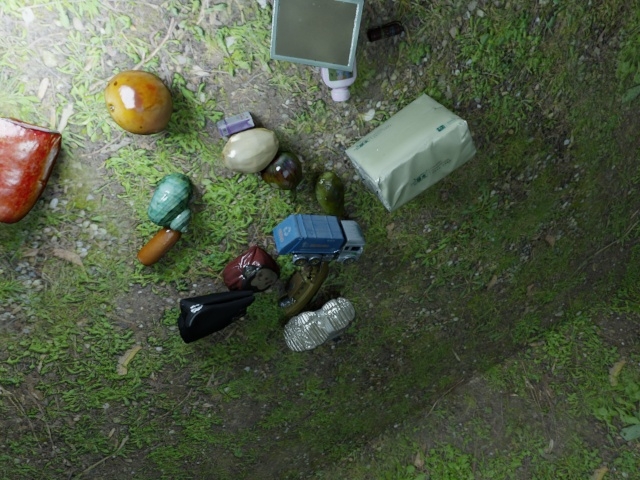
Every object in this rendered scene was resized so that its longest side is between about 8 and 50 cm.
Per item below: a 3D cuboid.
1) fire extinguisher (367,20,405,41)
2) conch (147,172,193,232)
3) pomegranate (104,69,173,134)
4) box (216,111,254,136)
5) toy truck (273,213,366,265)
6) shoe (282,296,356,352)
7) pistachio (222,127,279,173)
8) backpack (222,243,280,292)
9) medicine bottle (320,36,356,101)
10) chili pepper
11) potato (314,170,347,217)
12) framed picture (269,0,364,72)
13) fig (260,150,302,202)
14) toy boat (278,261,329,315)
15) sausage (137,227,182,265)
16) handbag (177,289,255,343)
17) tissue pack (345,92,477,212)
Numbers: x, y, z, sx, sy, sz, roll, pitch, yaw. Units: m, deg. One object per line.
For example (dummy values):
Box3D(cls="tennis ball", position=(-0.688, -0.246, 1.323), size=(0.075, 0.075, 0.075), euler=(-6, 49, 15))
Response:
Box3D(cls="fire extinguisher", position=(0.223, -0.700, 1.553), size=(0.132, 0.039, 0.056), euler=(-20, 136, -9))
Box3D(cls="conch", position=(-0.508, -0.120, 1.598), size=(0.176, 0.122, 0.188), euler=(-32, 137, -31))
Box3D(cls="pomegranate", position=(-0.527, -0.402, 1.359), size=(0.192, 0.191, 0.191), euler=(-11, 126, -15))
Box3D(cls="box", position=(-0.284, -0.389, 1.548), size=(0.117, 0.050, 0.036), euler=(-23, 135, -8))
Box3D(cls="toy truck", position=(0.000, 0.000, 1.842), size=(0.368, 0.146, 0.175), euler=(1, 143, -26))
Box3D(cls="shoe", position=(0.009, 0.400, 2.115), size=(0.351, 0.171, 0.198), euler=(-25, 160, 3))
Box3D(cls="pistachio", position=(-0.238, -0.305, 1.581), size=(0.201, 0.117, 0.145), euler=(-25, 113, -12))
Box3D(cls="backpack", position=(-0.283, 0.130, 1.854), size=(0.230, 0.138, 0.229), euler=(-19, 147, -13))
Box3D(cls="medicine bottle", position=(0.059, -0.577, 1.541), size=(0.115, 0.078, 0.219), euler=(-13, 127, -6))
Box3D(cls="chili pepper", position=(-0.908, -0.230, 1.322), size=(0.252, 0.229, 0.305), euler=(24, 100, -30))
Box3D(cls="potato", position=(0.041, -0.173, 1.803), size=(0.117, 0.090, 0.225), euler=(-31, 135, -8))
Box3D(cls="framed picture", position=(-0.015, -0.651, 1.436), size=(0.275, 0.017, 0.216), euler=(11, 122, 0))
Box3D(cls="fig", position=(-0.122, -0.212, 1.694), size=(0.149, 0.149, 0.245), euler=(-28, 140, -2))
Box3D(cls="toy boat", position=(-0.077, 0.192, 1.999), size=(0.122, 0.089, 0.321), euler=(18, 117, -40))
Box3D(cls="sausage", position=(-0.581, 0.014, 1.686), size=(0.197, 0.076, 0.076), euler=(-43, 127, 8))
Box3D(cls="handbag", position=(-0.414, 0.282, 1.846), size=(0.288, 0.152, 0.342), euler=(-13, 162, -24))
Box3D(cls="tissue pack", position=(0.320, -0.318, 1.689), size=(0.381, 0.297, 0.207), euler=(-36, 130, 2))
